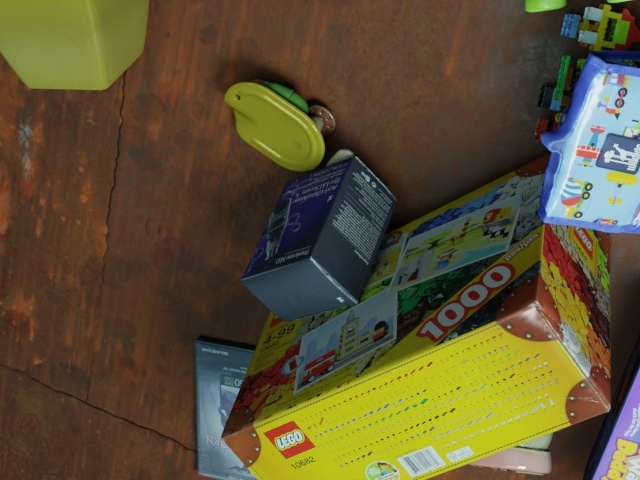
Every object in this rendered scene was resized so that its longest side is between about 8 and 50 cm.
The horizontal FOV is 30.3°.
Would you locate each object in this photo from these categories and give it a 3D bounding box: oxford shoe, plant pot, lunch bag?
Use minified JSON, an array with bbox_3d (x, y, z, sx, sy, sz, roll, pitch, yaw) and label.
[{"bbox_3d":[0.184,0.272,1.892,0.397,0.140,0.146,7,82,23],"label":"oxford shoe"},{"bbox_3d":[-0.378,-0.342,1.795,0.212,0.212,0.187,4,125,19],"label":"plant pot"},{"bbox_3d":[0.407,-0.128,1.532,0.293,0.138,0.220,1,119,-27],"label":"lunch bag"}]

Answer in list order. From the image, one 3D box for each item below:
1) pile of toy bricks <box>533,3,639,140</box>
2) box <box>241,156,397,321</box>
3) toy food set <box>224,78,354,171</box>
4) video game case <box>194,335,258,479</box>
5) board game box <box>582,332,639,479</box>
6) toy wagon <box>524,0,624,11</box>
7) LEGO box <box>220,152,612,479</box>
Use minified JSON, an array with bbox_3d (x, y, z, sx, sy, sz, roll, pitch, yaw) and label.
[{"bbox_3d":[0.377,-0.213,1.628,0.105,0.118,0.212,10,99,-14],"label":"pile of toy bricks"},{"bbox_3d":[0.000,0.000,1.740,0.153,0.207,0.108,-19,127,41],"label":"box"},{"bbox_3d":[-0.041,-0.178,1.809,0.218,0.071,0.128,36,142,3],"label":"toy food set"},{"bbox_3d":[-0.123,0.307,2.057,0.196,0.026,0.274,9,113,17],"label":"video game case"},{"bbox_3d":[0.461,0.250,1.697,0.078,0.233,0.347,21,117,12],"label":"board game box"},{"bbox_3d":[0.299,-0.436,1.541,0.345,0.068,0.267,1,105,40],"label":"toy wagon"},{"bbox_3d":[0.148,0.140,1.673,0.500,0.372,0.193,-27,113,27],"label":"LEGO box"}]
